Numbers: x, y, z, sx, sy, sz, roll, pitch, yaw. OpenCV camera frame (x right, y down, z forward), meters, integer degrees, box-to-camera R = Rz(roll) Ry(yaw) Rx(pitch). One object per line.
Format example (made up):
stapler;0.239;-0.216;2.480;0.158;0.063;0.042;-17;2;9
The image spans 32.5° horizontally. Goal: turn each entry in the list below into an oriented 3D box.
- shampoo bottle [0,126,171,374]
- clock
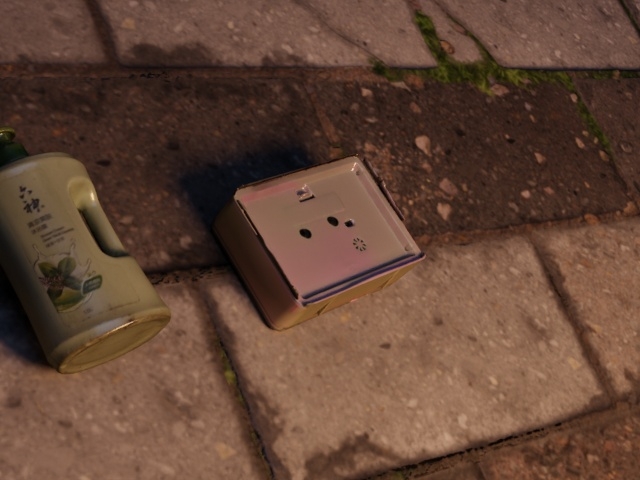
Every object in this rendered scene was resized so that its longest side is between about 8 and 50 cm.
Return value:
shampoo bottle;-0.239;-0.004;0.986;0.118;0.087;0.234;-21;73;-39
clock;0.000;0.000;1.160;0.192;0.071;0.147;-20;72;-42
